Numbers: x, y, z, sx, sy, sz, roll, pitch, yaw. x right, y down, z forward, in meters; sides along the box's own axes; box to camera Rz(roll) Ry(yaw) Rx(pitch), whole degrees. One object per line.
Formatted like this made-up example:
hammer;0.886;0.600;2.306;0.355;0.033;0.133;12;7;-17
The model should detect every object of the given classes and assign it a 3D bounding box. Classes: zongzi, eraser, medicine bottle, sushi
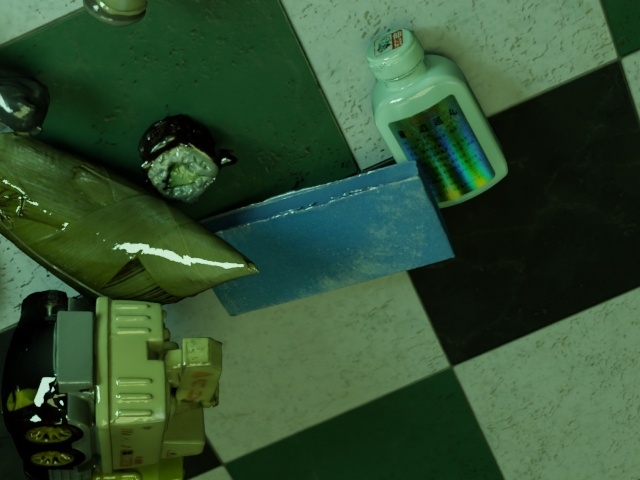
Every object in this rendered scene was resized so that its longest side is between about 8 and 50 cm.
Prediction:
zongzi;-0.241;-0.029;1.658;0.274;0.300;0.145;39;65;-26
eraser;0.000;0.000;1.817;0.312;0.042;0.144;-16;126;16
medicine bottle;0.132;-0.151;1.760;0.121;0.083;0.229;-24;125;14
sushi;-0.165;-0.102;1.735;0.098;0.084;0.094;-43;117;11

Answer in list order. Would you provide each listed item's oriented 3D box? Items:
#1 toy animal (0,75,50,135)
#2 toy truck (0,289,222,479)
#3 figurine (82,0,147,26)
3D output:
toy animal;-0.472;-0.194;1.581;0.343;0.106;0.168;23;152;-39
toy truck;-0.253;0.211;1.776;0.254;0.181;0.405;2;151;-7
figurine;-0.150;-0.391;1.484;0.203;0.248;0.380;20;129;-28
